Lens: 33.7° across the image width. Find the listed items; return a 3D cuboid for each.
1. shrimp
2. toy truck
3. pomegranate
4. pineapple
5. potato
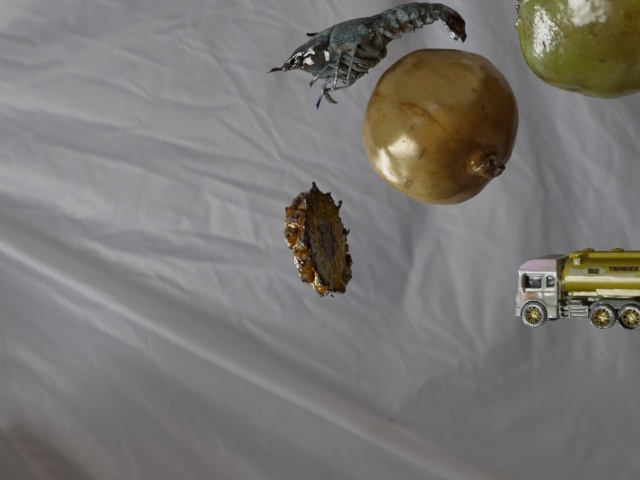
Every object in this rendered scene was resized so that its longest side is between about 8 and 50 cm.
[{"bbox_3d":[0.098,-0.403,2.227,0.411,0.166,0.221,-28,22,11],"label":"shrimp"},{"bbox_3d":[0.399,0.067,1.537,0.227,0.114,0.098,-1,4,32],"label":"toy truck"},{"bbox_3d":[0.254,-0.217,2.159,0.342,0.342,0.342,-38,7,6],"label":"pomegranate"},{"bbox_3d":[0.000,0.000,1.835,0.047,0.221,0.221,-13,18,24],"label":"pineapple"},{"bbox_3d":[0.468,-0.304,1.641,0.330,0.212,0.280,5,-36,-39],"label":"potato"}]
